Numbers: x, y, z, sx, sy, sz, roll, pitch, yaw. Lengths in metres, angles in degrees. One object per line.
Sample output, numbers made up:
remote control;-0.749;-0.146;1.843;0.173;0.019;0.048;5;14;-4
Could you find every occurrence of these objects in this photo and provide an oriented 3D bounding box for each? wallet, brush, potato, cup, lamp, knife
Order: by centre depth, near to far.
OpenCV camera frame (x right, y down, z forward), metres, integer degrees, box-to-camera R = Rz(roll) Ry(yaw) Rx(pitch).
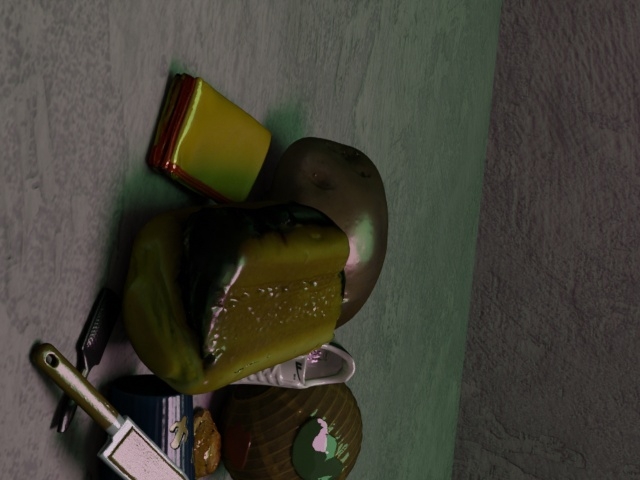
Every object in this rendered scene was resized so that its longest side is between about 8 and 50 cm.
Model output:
knife;-0.253;0.250;1.436;0.061;0.027;0.343;-53;127;-22
brush;-0.293;0.154;1.459;0.063;0.016;0.193;63;42;-60
cup;-0.224;0.265;1.572;0.176;0.131;0.155;-28;124;-71
wallet;-0.158;-0.131;1.619;0.241;0.067;0.141;33;74;-65
potato;0.000;0.000;1.885;0.243;0.220;0.327;-147;-112;-74
lamp;-0.038;0.338;1.929;0.284;0.250;0.250;56;40;-23

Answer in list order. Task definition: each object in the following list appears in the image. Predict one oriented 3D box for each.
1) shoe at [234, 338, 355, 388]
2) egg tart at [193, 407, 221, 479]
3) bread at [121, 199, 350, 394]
shoe;-0.069;0.183;1.776;0.264;0.110;0.095;-1;100;-27
egg tart;-0.186;0.330;1.832;0.129;0.049;0.129;11;90;-73
bread;-0.120;0.062;1.591;0.376;0.208;0.251;-14;119;-62
